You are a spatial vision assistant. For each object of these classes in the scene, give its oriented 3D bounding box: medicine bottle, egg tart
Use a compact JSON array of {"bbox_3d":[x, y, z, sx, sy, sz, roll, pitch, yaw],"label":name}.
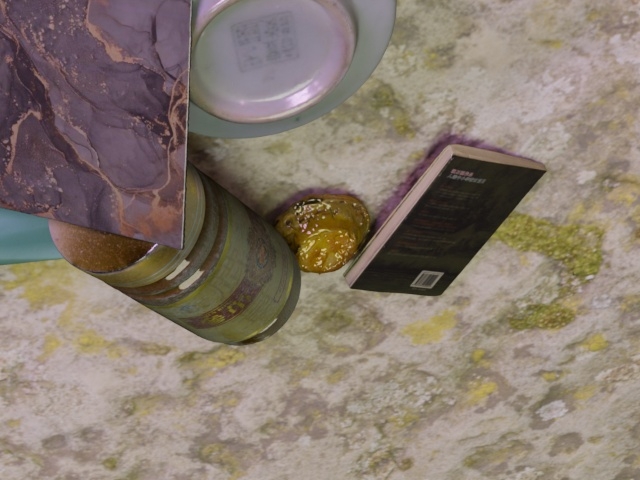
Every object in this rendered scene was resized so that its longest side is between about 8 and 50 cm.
[{"bbox_3d":[-0.143,0.008,1.658,0.151,0.151,0.322,-29,154,12],"label":"medicine bottle"},{"bbox_3d":[0.000,0.000,1.828,0.130,0.052,0.130,-12,140,-10],"label":"egg tart"}]

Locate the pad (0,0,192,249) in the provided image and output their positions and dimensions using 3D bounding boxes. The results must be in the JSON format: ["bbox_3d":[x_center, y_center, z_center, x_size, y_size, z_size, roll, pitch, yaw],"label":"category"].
[{"bbox_3d":[-0.231,-0.179,1.420,0.248,0.007,0.367,12,118,14],"label":"pad"}]

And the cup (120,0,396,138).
[{"bbox_3d":[-0.068,-0.224,1.484,0.347,0.163,0.347,-10,139,-9],"label":"cup"}]

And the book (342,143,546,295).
[{"bbox_3d":[0.149,-0.019,1.864,0.160,0.024,0.228,8,131,-39],"label":"book"}]

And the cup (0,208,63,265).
[{"bbox_3d":[-0.371,-0.029,1.616,0.236,0.134,0.148,1,166,-29],"label":"cup"}]
